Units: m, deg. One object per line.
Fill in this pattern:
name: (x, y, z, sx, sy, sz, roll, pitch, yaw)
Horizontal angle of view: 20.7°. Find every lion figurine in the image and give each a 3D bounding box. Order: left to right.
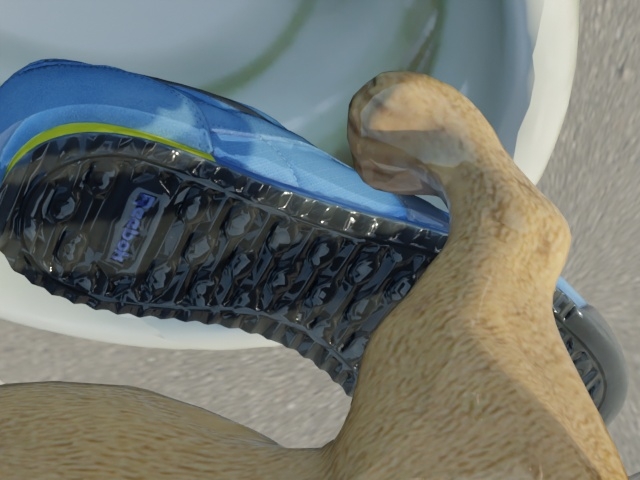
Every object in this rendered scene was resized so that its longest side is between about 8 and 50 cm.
lion figurine: (-0.047, 0.077, 0.375, 0.392, 0.240, 0.142, -14, 119, 16)

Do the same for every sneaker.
sneaker: (0.000, 0.000, 0.522, 0.209, 0.082, 0.069, 23, 114, -20)

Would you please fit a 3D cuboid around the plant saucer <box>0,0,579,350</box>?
plant saucer: (-0.105, -0.122, 0.585, 0.400, 0.400, 0.101, 14, 53, 8)
